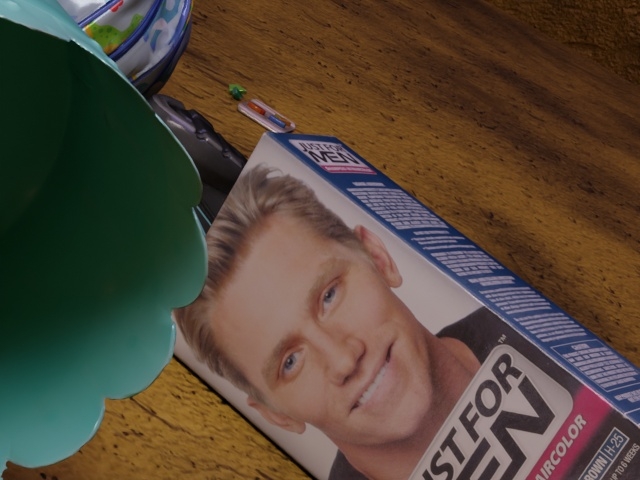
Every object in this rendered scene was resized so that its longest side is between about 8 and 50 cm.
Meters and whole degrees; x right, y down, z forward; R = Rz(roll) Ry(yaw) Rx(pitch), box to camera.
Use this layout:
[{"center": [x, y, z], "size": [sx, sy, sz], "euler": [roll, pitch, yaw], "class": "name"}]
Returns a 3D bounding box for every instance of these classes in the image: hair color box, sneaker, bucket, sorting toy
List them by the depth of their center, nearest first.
[{"center": [-0.213, -0.024, 0.926], "size": [0.281, 0.281, 0.183], "euler": [21, 18, -33], "class": "bucket"}, {"center": [0.068, 0.093, 1.237], "size": [0.347, 0.174, 0.105], "euler": [38, 19, 24], "class": "hair color box"}, {"center": [-0.058, -0.001, 1.437], "size": [0.267, 0.106, 0.101], "euler": [38, 8, -20], "class": "sneaker"}, {"center": [-0.066, -0.139, 1.974], "size": [0.083, 0.012, 0.062], "euler": [33, 16, 5], "class": "sorting toy"}]

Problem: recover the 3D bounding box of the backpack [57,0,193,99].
[{"center": [-0.248, -0.237, 1.400], "size": [0.355, 0.290, 0.273], "euler": [59, -15, -7], "class": "backpack"}]
